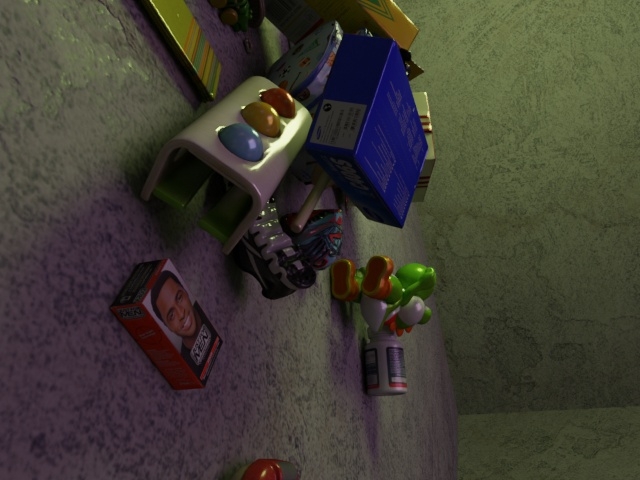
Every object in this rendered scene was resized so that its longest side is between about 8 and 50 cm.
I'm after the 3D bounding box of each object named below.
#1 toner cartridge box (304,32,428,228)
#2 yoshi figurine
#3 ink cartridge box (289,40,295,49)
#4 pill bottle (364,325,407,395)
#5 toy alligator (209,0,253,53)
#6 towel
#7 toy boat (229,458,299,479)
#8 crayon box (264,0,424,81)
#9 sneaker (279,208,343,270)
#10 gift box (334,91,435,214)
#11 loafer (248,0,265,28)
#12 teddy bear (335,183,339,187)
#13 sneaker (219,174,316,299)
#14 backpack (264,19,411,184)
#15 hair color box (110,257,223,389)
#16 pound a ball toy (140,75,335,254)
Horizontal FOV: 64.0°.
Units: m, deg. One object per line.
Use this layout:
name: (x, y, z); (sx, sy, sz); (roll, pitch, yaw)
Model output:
toner cartridge box: (0.089, -0.144, 0.790); (0.165, 0.075, 0.348); (-70, 158, -7)
yoshi figurine: (0.188, 0.111, 1.328); (0.362, 0.203, 0.204); (30, 19, -49)
ink cartridge box: (0.015, -0.448, 1.225); (0.093, 0.154, 0.213); (-1, 81, -73)
pill bottle: (0.174, 0.324, 1.388); (0.108, 0.107, 0.180); (44, 41, -61)
toy alligator: (-0.143, -0.401, 0.888); (0.190, 0.051, 0.056); (49, 36, -58)
towel: (-0.207, -0.311, 0.708); (0.237, 0.021, 0.102); (59, 22, -47)
toy boat: (-0.036, 0.399, 0.647); (0.151, 0.151, 0.231); (46, 38, -59)
crayon box: (0.047, -0.426, 1.027); (0.318, 0.202, 0.081); (39, 62, -22)
sneaker: (0.000, 0.000, 1.038); (0.262, 0.104, 0.125); (-13, 95, -72)
gift box: (0.157, -0.226, 1.404); (0.276, 0.258, 0.255); (89, 0, -59)
loafer: (-0.133, -0.470, 0.948); (0.050, 0.056, 0.148); (-41, 120, -62)
teddy bear: (0.080, -0.196, 1.125); (0.113, 0.245, 0.338); (49, -11, -31)
sneaker: (-0.103, -0.009, 0.778); (0.078, 0.106, 0.234); (-17, 72, -51)
backpack: (0.006, -0.247, 0.952); (0.213, 0.276, 0.264); (28, 57, -31)
hair color box: (-0.167, 0.097, 0.577); (0.072, 0.043, 0.141); (-76, 150, -49)
pound a ball toy: (-0.063, -0.112, 0.699); (0.208, 0.136, 0.319); (35, 32, -8)
